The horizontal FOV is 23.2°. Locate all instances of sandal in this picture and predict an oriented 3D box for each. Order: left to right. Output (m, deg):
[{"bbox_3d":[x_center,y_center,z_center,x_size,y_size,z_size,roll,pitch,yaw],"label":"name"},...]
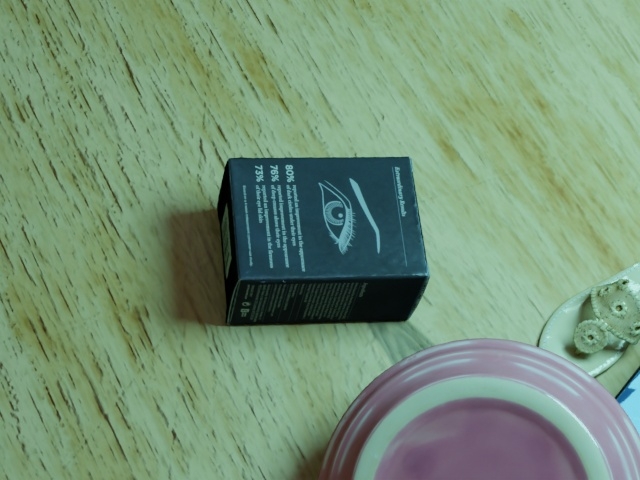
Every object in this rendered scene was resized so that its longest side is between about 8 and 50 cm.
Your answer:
[{"bbox_3d":[0.336,0.065,1.713,0.240,0.079,0.088,-32,71,-24],"label":"sandal"}]

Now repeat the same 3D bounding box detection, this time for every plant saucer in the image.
[{"bbox_3d":[0.156,0.257,1.493,0.332,0.084,0.332,-1,81,9],"label":"plant saucer"}]

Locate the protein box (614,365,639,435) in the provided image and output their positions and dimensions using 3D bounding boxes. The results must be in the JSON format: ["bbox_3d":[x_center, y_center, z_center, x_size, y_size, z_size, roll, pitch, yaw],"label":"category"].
[{"bbox_3d":[0.402,0.202,1.614,0.200,0.136,0.201,39,61,12],"label":"protein box"}]

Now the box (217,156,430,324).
[{"bbox_3d":[0.000,0.000,1.671,0.207,0.108,0.153,0,61,-11],"label":"box"}]
